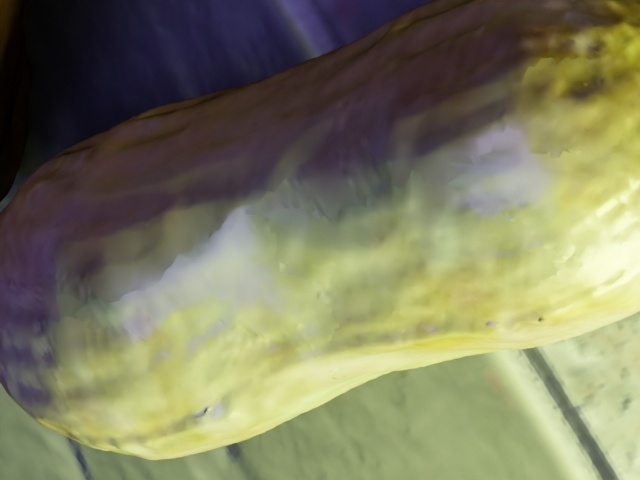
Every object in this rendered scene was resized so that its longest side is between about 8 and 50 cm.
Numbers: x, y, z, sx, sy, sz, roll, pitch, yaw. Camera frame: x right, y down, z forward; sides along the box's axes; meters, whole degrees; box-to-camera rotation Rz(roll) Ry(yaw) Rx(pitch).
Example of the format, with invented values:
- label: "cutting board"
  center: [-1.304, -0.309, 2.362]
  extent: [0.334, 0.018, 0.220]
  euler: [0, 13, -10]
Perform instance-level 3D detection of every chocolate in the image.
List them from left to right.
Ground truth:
- label: "chocolate"
  center: [0.000, 0.000, 0.539]
  extent: [0.309, 0.134, 0.134]
  euler: [-16, 101, 26]

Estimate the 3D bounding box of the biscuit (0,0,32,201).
- label: "biscuit"
  center: [-0.280, -0.168, 0.507]
  extent: [0.395, 0.166, 0.342]
  euler: [10, 122, -5]
